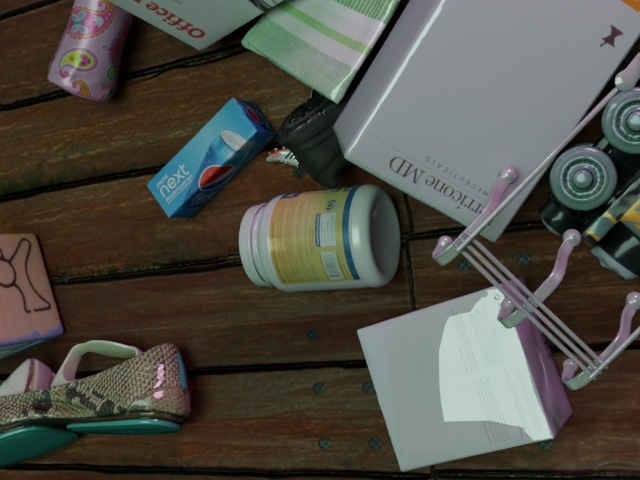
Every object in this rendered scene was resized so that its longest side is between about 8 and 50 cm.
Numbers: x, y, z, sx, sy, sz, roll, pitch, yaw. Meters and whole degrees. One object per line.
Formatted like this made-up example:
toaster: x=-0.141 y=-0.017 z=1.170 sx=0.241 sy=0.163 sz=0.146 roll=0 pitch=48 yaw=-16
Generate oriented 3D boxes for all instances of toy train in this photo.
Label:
toy train: x=0.419 y=-0.107 z=0.969 sx=0.190 sy=0.142 sz=0.334 roll=42 pitch=109 yaw=9

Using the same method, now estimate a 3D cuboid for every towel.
towel: x=0.034 y=-0.374 z=1.129 sx=0.248 sy=0.038 sz=0.325 roll=40 pitch=101 yaw=44

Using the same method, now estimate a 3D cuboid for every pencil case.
pencil case: x=-0.354 y=-0.373 z=1.343 sx=0.124 sy=0.124 sz=0.284 roll=27 pitch=102 yaw=23

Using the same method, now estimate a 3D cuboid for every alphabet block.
alphabet block: x=-0.603 y=0.109 z=1.436 sx=0.193 sy=0.192 sz=0.197 roll=-22 pitch=81 yaw=23

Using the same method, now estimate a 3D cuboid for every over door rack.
over door rack: x=0.321 y=-0.018 z=0.908 sx=0.239 sy=0.108 sz=0.324 roll=43 pitch=109 yaw=-7

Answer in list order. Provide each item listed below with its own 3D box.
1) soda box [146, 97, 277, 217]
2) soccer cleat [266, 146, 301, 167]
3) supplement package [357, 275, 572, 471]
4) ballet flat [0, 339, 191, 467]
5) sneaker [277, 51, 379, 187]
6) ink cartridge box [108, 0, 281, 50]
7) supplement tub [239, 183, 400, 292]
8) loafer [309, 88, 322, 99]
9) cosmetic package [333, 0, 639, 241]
soda box: x=-0.172 y=-0.126 z=1.287 sx=0.210 sy=0.067 sz=0.071 roll=-41 pitch=74 yaw=22
soccer cleat: x=-0.045 y=-0.126 z=1.247 sx=0.083 sy=0.029 sz=0.036 roll=-12 pitch=82 yaw=21
supplement package: x=0.191 y=0.172 z=1.072 sx=0.203 sy=0.149 sz=0.194 roll=-20 pitch=82 yaw=25
ballet flat: x=-0.431 y=0.271 z=1.394 sx=0.482 sy=0.164 sz=0.182 roll=-16 pitch=63 yaw=20
sneaker: x=0.084 y=-0.182 z=1.149 sx=0.286 sy=0.109 sz=0.130 roll=-31 pitch=114 yaw=10
ink cartridge box: x=-0.134 y=-0.451 z=1.087 sx=0.395 sy=0.285 sz=0.166 roll=-20 pitch=62 yaw=36
supplement tub: x=0.000 y=0.000 z=1.163 sx=0.199 sy=0.144 sz=0.144 roll=-5 pitch=89 yaw=26
loafer: x=0.006 y=-0.187 z=1.208 sx=0.056 sy=0.050 sz=0.148 roll=-6 pitch=89 yaw=26
cosmetic package: x=0.230 y=-0.255 z=0.985 sx=0.230 sy=0.161 sz=0.453 roll=27 pitch=107 yaw=-13
